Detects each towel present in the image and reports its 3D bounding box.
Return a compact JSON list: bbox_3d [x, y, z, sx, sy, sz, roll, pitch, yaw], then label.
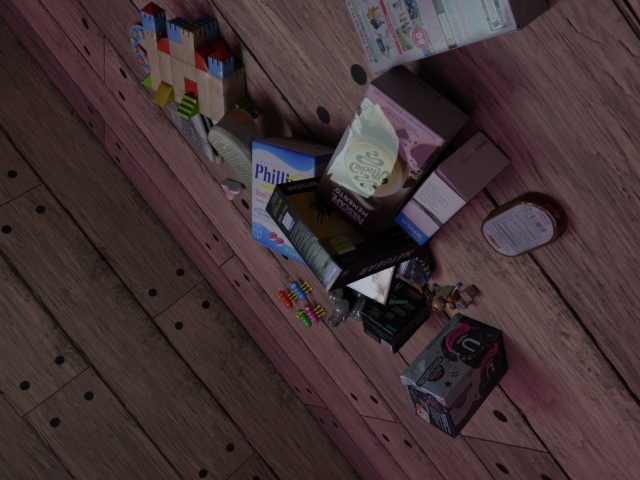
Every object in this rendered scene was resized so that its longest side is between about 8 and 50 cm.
[{"bbox_3d":[-0.467,-0.435,1.781,0.312,0.056,0.324,43,162,27],"label":"towel"}]

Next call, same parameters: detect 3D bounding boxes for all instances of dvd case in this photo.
[{"bbox_3d":[0.129,0.027,1.370,0.180,0.022,0.253,25,117,31],"label":"dvd case"}]

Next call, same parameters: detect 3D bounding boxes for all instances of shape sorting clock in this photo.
[{"bbox_3d":[-0.599,-0.647,1.802,0.206,0.040,0.206,38,152,25],"label":"shape sorting clock"}]

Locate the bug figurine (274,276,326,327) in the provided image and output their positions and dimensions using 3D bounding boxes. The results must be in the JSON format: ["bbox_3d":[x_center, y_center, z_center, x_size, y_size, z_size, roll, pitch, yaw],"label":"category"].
[{"bbox_3d":[-0.086,0.261,2.125,0.216,0.072,0.279,50,154,2],"label":"bug figurine"}]

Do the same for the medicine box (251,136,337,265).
[{"bbox_3d":[-0.052,-0.113,1.379,0.263,0.149,0.289,23,119,44],"label":"medicine box"}]

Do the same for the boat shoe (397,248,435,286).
[{"bbox_3d":[0.256,0.046,1.305,0.083,0.065,0.183,29,148,14],"label":"boat shoe"}]

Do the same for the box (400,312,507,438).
[{"bbox_3d":[0.346,0.337,1.314,0.142,0.247,0.163,19,140,45],"label":"box"}]

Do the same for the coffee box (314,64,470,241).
[{"bbox_3d":[0.126,-0.160,1.007,0.168,0.119,0.297,40,139,9],"label":"coffee box"}]

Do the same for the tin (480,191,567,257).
[{"bbox_3d":[0.390,-0.027,1.009,0.106,0.040,0.189,54,155,3],"label":"tin"}]

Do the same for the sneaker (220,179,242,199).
[{"bbox_3d":[-0.325,-0.184,1.956,0.134,0.051,0.070,26,147,47],"label":"sneaker"}]

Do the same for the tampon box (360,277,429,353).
[{"bbox_3d":[0.214,0.211,1.464,0.120,0.161,0.101,32,150,35],"label":"tampon box"}]

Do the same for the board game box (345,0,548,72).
[{"bbox_3d":[0.166,-0.409,0.803,0.303,0.097,0.224,7,130,54],"label":"board game box"}]

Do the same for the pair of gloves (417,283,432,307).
[{"bbox_3d":[0.280,0.139,1.395,0.074,0.010,0.083,68,180,-48],"label":"pair of gloves"}]

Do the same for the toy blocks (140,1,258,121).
[{"bbox_3d":[-0.354,-0.509,1.457,0.381,0.191,0.261,29,139,19],"label":"toy blocks"}]

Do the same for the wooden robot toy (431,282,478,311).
[{"bbox_3d":[0.323,0.160,1.314,0.076,0.079,0.173,57,155,-11],"label":"wooden robot toy"}]

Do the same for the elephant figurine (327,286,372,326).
[{"bbox_3d":[0.107,0.178,1.594,0.185,0.170,0.239,6,162,11],"label":"elephant figurine"}]

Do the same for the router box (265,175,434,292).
[{"bbox_3d":[0.070,-0.039,1.153,0.243,0.308,0.081,51,135,22],"label":"router box"}]

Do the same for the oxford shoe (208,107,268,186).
[{"bbox_3d":[-0.192,-0.241,1.551,0.169,0.130,0.449,26,167,20],"label":"oxford shoe"}]

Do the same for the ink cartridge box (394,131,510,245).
[{"bbox_3d":[0.251,-0.096,1.011,0.086,0.148,0.203,47,155,7],"label":"ink cartridge box"}]

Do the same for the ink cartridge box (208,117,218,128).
[{"bbox_3d":[-0.322,-0.351,1.727,0.232,0.066,0.189,-8,117,57],"label":"ink cartridge box"}]
